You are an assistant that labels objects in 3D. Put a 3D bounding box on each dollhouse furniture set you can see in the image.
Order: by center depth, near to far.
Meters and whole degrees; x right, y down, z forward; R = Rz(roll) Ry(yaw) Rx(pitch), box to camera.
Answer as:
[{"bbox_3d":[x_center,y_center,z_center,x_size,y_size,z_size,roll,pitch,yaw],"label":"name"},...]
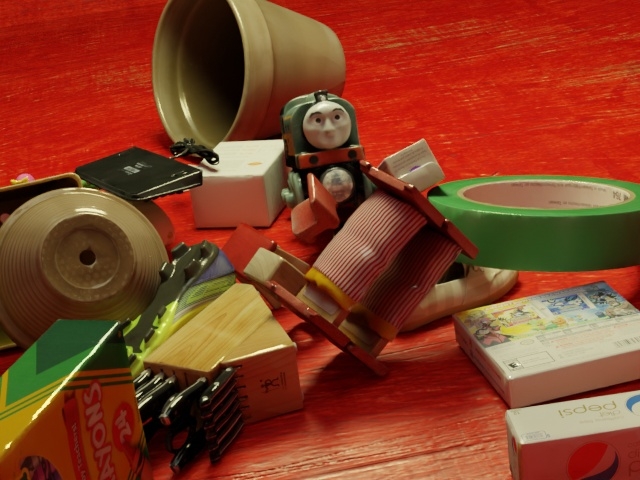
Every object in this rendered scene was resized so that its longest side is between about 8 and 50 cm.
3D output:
[{"bbox_3d":[0.000,0.000,1.645,0.201,0.152,0.374,-53,35,-6],"label":"dollhouse furniture set"}]

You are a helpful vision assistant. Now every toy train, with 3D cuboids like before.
[{"bbox_3d":[0.002,-0.130,1.956,0.142,0.190,0.334,-10,5,-3],"label":"toy train"}]

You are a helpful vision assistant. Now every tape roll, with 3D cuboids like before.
[{"bbox_3d":[0.303,-0.028,1.744,0.321,0.077,0.321,-1,13,0],"label":"tape roll"}]

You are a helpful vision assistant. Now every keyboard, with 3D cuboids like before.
[{"bbox_3d":[-0.260,-0.113,2.047,0.201,0.033,0.317,-22,20,-21],"label":"keyboard"}]

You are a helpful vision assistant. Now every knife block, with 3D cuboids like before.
[{"bbox_3d":[-0.154,0.161,1.506,0.242,0.088,0.276,-13,24,-14],"label":"knife block"}]

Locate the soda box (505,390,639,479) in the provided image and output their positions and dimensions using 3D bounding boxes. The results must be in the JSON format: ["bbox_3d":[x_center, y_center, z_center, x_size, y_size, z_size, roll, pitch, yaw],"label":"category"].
[{"bbox_3d":[0.298,0.201,1.288,0.216,0.074,0.069,-8,23,-2],"label":"soda box"}]

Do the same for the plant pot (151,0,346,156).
[{"bbox_3d":[-0.118,-0.318,2.415,0.280,0.323,0.323,-4,16,-39],"label":"plant pot"}]

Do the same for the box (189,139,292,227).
[{"bbox_3d":[-0.124,-0.094,2.097,0.130,0.091,0.170,0,23,17],"label":"box"}]

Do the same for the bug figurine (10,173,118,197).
[{"bbox_3d":[-0.440,-0.073,2.174,0.278,0.072,0.216,-11,23,-8],"label":"bug figurine"}]

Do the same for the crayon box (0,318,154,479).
[{"bbox_3d":[-0.268,0.235,1.224,0.081,0.202,0.318,1,25,18],"label":"crayon box"}]

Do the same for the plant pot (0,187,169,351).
[{"bbox_3d":[-0.302,0.036,1.635,0.237,0.237,0.110,-16,-12,-19],"label":"plant pot"}]

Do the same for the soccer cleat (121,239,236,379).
[{"bbox_3d":[-0.186,0.124,1.597,0.093,0.121,0.289,-4,40,39],"label":"soccer cleat"}]

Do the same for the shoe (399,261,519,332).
[{"bbox_3d":[0.172,0.057,1.688,0.219,0.058,0.076,-21,26,-29],"label":"shoe"}]

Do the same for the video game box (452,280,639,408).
[{"bbox_3d":[0.283,0.119,1.524,0.205,0.048,0.187,-11,25,-10],"label":"video game box"}]

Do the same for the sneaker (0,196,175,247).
[{"bbox_3d":[-0.364,-0.022,2.004,0.292,0.108,0.169,19,31,31],"label":"sneaker"}]

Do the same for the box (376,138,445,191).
[{"bbox_3d":[0.121,-0.092,1.882,0.067,0.063,0.324,-28,-1,-3],"label":"box"}]

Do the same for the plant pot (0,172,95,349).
[{"bbox_3d":[-0.425,0.023,1.796,0.212,0.212,0.187,-13,10,-13],"label":"plant pot"}]

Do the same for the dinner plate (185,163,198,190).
[{"bbox_3d":[-0.261,-0.112,2.285,0.141,0.017,0.141,-5,22,2],"label":"dinner plate"}]

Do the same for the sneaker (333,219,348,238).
[{"bbox_3d":[0.079,0.012,1.805,0.170,0.075,0.063,14,31,41],"label":"sneaker"}]
